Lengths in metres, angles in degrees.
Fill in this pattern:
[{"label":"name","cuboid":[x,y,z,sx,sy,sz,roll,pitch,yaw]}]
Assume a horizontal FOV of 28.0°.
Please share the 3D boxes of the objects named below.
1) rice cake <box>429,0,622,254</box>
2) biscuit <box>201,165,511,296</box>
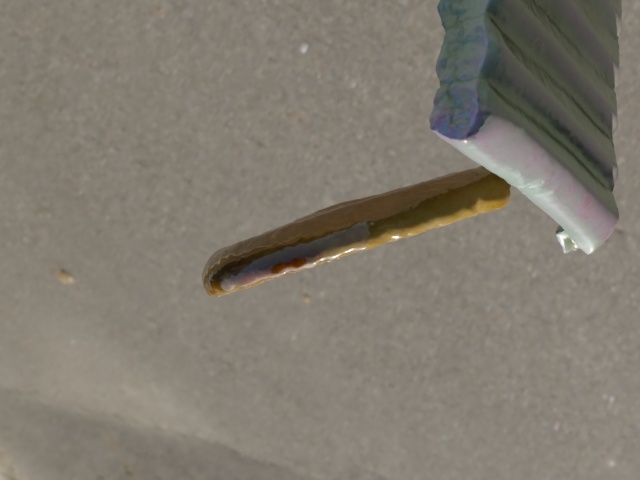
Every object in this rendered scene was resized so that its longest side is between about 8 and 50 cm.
[{"label":"rice cake","cuboid":[0.120,-0.098,0.694,0.037,0.189,0.198,-6,155,30]},{"label":"biscuit","cuboid":[0.000,-0.001,0.766,0.224,0.145,0.033,-20,87,60]}]
